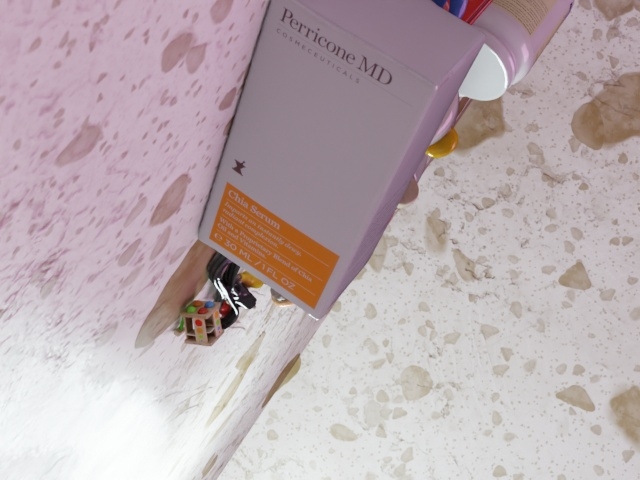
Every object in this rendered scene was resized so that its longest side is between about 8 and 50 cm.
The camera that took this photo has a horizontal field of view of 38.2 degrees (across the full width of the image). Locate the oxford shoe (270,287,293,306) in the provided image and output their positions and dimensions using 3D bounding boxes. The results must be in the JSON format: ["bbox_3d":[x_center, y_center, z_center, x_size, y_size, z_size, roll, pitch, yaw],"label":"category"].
[{"bbox_3d":[0.000,0.000,2.154,0.363,0.133,0.130,-45,-145,0],"label":"oxford shoe"}]

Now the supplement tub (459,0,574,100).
[{"bbox_3d":[0.423,-0.508,2.157,0.325,0.235,0.235,-53,171,-25],"label":"supplement tub"}]

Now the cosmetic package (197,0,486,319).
[{"bbox_3d":[0.010,-0.126,1.243,0.161,0.230,0.453,-48,167,-44],"label":"cosmetic package"}]

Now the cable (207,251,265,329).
[{"bbox_3d":[-0.176,0.081,1.656,0.139,0.072,0.287,-39,158,-4],"label":"cable"}]

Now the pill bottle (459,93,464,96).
[{"bbox_3d":[0.416,-0.506,2.517,0.221,0.121,0.121,-53,171,-23],"label":"pill bottle"}]

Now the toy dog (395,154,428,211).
[{"bbox_3d":[0.189,-0.218,2.287,0.220,0.161,0.333,-50,-166,52],"label":"toy dog"}]

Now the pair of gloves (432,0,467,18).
[{"bbox_3d":[0.121,-0.359,1.153,0.023,0.198,0.159,-24,158,-47],"label":"pair of gloves"}]

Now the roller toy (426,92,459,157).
[{"bbox_3d":[0.168,-0.263,1.745,0.146,0.209,0.191,-12,115,-80],"label":"roller toy"}]

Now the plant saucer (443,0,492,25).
[{"bbox_3d":[0.286,-0.503,1.674,0.258,0.048,0.259,-48,155,0],"label":"plant saucer"}]

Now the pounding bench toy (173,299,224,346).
[{"bbox_3d":[-0.214,0.135,1.566,0.052,0.083,0.065,-48,137,-58],"label":"pounding bench toy"}]
